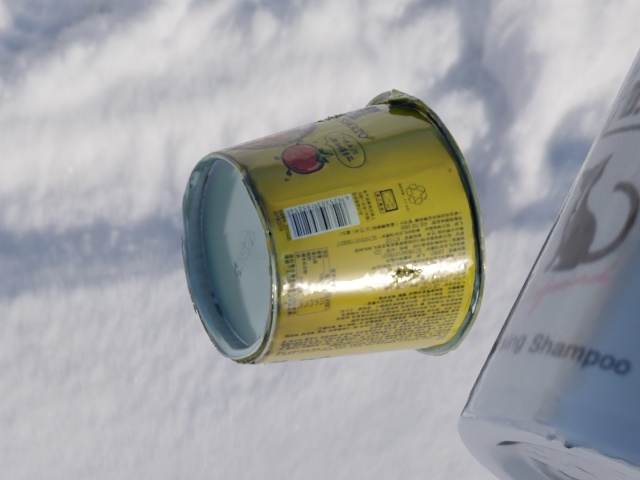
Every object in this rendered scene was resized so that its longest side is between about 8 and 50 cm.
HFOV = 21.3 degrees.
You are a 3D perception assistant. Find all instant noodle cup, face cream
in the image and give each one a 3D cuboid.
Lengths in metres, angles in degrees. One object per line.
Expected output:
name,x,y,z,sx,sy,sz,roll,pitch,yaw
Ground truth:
instant noodle cup,0.000,0.000,1.112,0.144,0.182,0.182,-10,72,-26
face cream,0.189,-0.063,0.614,0.145,0.145,0.370,26,74,4
